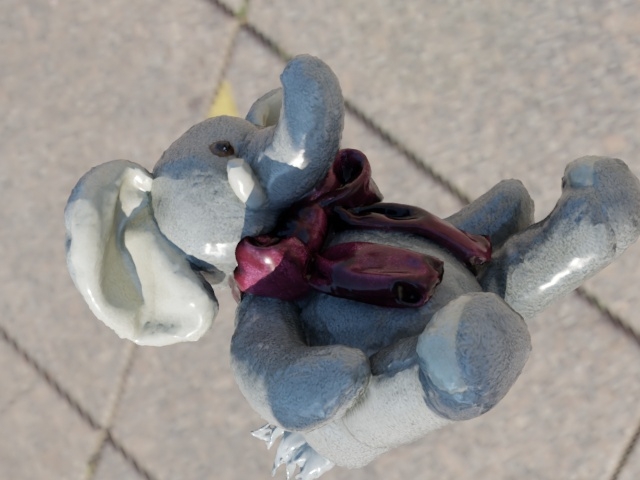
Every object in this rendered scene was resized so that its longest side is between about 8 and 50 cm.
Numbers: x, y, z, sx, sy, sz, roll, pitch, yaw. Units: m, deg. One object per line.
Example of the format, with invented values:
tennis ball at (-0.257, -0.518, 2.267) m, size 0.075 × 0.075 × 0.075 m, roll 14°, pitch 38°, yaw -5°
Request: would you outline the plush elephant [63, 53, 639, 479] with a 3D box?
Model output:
plush elephant at (0.000, 0.000, 1.216) m, size 0.255 × 0.272 × 0.330 m, roll 51°, pitch 135°, yaw -1°
